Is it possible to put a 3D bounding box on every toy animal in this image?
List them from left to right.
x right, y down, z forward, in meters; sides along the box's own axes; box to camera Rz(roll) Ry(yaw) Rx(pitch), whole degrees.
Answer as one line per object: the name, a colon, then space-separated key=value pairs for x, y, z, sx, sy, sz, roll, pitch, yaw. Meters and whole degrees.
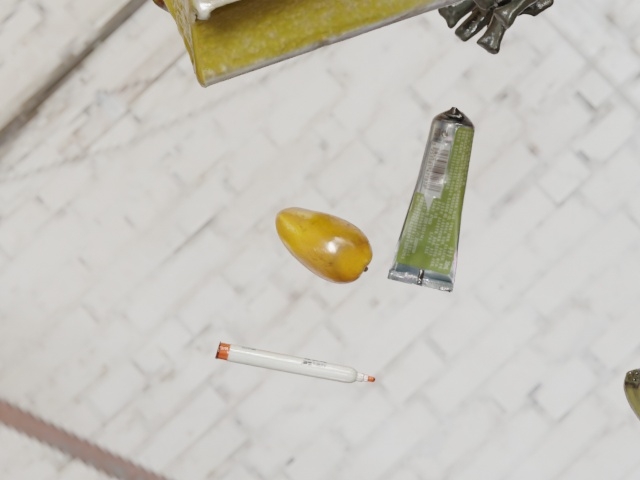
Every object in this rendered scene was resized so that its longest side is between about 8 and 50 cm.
toy animal: x=0.241 y=-0.314 z=2.019 sx=0.146 sy=0.114 sz=0.245 roll=-50 pitch=15 yaw=-16

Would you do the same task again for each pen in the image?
pen: x=-0.033 y=0.167 z=2.104 sx=0.026 sy=0.218 sz=0.026 roll=-169 pitch=90 yaw=-85

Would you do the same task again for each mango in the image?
mango: x=0.000 y=0.000 z=1.151 sx=0.046 sy=0.089 sz=0.060 roll=-54 pitch=-35 yaw=-3

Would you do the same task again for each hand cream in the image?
hand cream: x=0.149 y=-0.055 z=2.002 sx=0.055 sy=0.086 sz=0.235 roll=-41 pitch=-38 yaw=-79

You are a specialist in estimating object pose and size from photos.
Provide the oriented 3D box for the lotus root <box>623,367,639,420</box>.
lotus root: x=0.418 y=0.199 z=1.788 sx=0.080 sy=0.179 sz=0.089 roll=-56 pitch=20 yaw=-22

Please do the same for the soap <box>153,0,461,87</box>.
soap: x=0.004 y=-0.257 z=0.973 sx=0.281 sy=0.259 sz=0.143 roll=-21 pitch=-16 yaw=-13
